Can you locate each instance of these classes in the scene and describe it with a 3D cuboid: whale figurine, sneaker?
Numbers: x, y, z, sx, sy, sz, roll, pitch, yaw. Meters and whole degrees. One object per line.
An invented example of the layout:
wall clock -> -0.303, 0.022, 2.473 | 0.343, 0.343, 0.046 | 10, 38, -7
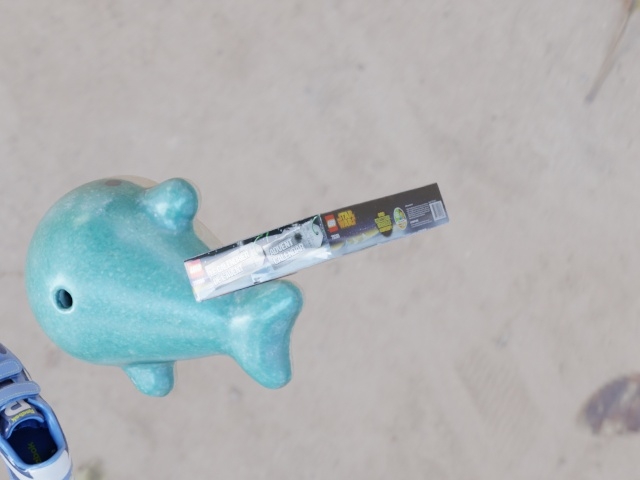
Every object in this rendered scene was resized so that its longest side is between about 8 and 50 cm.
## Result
whale figurine -> -0.147, 0.051, 1.729 | 0.272, 0.141, 0.216 | 23, 116, 26
sneaker -> -0.210, 0.112, 1.314 | 0.053, 0.059, 0.144 | -32, 71, -19

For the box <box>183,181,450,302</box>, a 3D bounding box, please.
box -> 0.000, 0.000, 1.085 | 0.094, 0.137, 0.027 | -19, 88, 31
